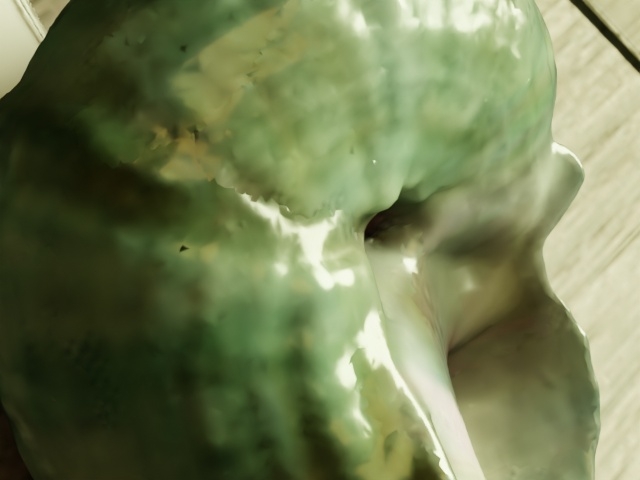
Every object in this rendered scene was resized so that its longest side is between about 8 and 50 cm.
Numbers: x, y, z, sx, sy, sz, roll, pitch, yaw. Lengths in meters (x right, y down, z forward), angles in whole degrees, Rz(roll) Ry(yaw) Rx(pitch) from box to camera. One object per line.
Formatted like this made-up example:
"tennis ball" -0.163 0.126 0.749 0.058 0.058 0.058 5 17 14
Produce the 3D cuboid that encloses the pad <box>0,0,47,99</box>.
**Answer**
"pad" -0.184 -0.034 0.477 0.232 0.004 0.156 -27 80 -32

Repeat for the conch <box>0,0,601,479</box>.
"conch" 0.000 0.000 0.457 0.220 0.195 0.277 17 35 -39
